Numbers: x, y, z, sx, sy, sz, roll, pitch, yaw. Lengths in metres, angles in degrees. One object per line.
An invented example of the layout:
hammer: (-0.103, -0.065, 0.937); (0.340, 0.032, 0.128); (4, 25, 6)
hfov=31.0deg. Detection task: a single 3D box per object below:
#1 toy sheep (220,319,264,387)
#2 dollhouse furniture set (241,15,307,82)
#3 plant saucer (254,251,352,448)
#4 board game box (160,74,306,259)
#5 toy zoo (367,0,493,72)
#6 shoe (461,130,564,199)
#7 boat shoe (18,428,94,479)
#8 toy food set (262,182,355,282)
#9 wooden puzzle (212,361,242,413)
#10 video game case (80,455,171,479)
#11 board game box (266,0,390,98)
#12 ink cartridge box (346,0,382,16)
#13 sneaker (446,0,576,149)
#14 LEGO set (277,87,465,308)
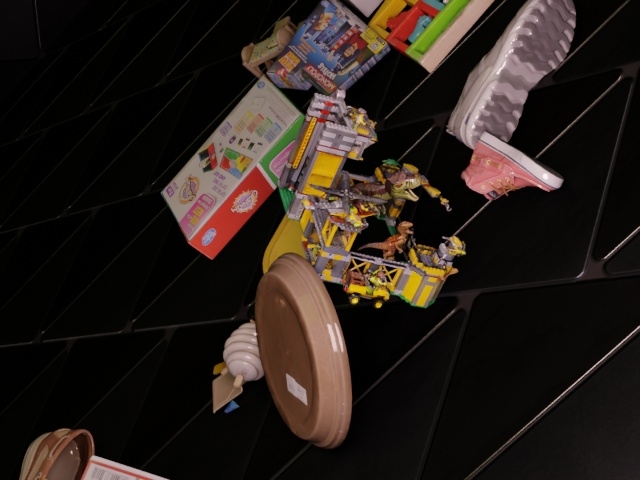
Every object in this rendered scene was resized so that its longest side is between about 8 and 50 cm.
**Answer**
toy sheep: (-0.112, 0.178, 1.801); (0.091, 0.091, 0.132); (-25, 37, 37)
dollhouse furniture set: (-0.048, -0.415, 2.293); (0.182, 0.101, 0.161); (-19, 44, 41)
plant saucer: (-0.031, 0.155, 1.592); (0.278, 0.041, 0.278); (168, 90, -68)
board game box: (-0.156, -0.145, 2.197); (0.316, 0.064, 0.242); (-48, 32, 7)
toy zoo: (0.191, -0.421, 2.063); (0.192, 0.030, 0.293); (-49, 32, 5)
shoe: (0.265, -0.087, 1.614); (0.081, 0.063, 0.178); (-61, 35, 10)
boat shoe: (-0.457, 0.451, 1.938); (0.116, 0.123, 0.324); (-27, 41, 31)
toy food set: (0.000, 0.000, 1.864); (0.128, 0.071, 0.218); (25, 80, 33)
wooden puzzle: (-0.148, 0.235, 1.859); (0.078, 0.014, 0.116); (-37, 34, 30)
video game case: (-0.307, 0.478, 1.702); (0.204, 0.025, 0.285); (14, 64, 17)
board game box: (0.007, -0.336, 2.143); (0.194, 0.060, 0.194); (-42, 55, 2)
ink cartridge box: (0.076, -0.520, 2.277); (0.104, 0.061, 0.181); (-47, 32, 6)
sneaker: (0.274, -0.267, 1.732); (0.281, 0.105, 0.115); (-55, 32, -5)
LEGO set: (0.080, -0.075, 1.636); (0.331, 0.255, 0.192); (-96, 26, -57)
